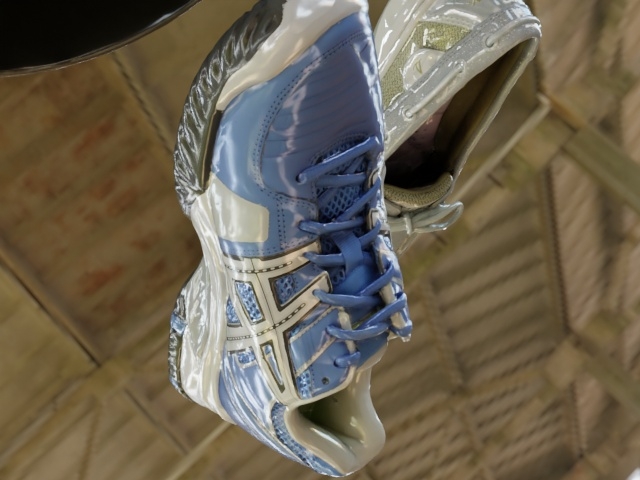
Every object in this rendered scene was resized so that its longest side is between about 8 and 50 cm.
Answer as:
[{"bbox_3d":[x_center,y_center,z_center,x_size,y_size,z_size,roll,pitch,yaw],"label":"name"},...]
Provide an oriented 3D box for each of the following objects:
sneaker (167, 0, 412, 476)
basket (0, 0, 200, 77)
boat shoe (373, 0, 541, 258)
[{"bbox_3d":[0.000,0.000,0.507,0.080,0.081,0.211,-36,-31,-31],"label":"sneaker"},{"bbox_3d":[-0.147,-0.186,0.565,0.204,0.227,0.154,-23,-44,-27],"label":"basket"},{"bbox_3d":[0.077,-0.077,1.142,0.118,0.103,0.320,-10,-37,-34],"label":"boat shoe"}]
